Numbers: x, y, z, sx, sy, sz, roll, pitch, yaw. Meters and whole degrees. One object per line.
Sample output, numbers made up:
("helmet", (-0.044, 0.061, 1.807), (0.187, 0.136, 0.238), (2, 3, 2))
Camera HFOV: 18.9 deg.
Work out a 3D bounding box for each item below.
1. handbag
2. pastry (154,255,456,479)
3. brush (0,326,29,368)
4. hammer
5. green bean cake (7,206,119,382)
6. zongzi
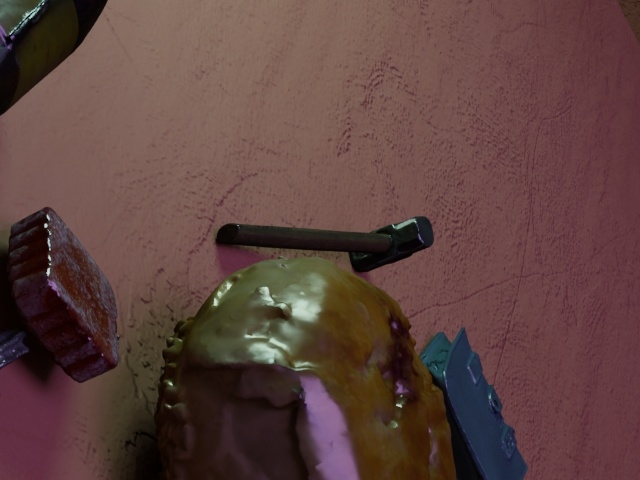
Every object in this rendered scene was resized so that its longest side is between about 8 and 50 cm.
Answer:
("handbag", (0.202, 0.245, 2.584), (0.229, 0.062, 0.179), (66, 27, -13))
("pastry", (-0.019, 0.220, 1.977), (0.409, 0.245, 0.409), (46, 34, -44))
("brush", (-0.328, 0.135, 1.639), (0.323, 0.070, 0.051), (-37, 114, -65))
("hammer", (0.000, 0.000, 2.329), (0.365, 0.111, 0.043), (3, 70, -55))
("green bean cake", (-0.246, 0.053, 1.827), (0.135, 0.056, 0.135), (55, 14, -36))
("zongzi", (-0.374, -0.252, 1.745), (0.317, 0.154, 0.289), (47, 35, -7))
